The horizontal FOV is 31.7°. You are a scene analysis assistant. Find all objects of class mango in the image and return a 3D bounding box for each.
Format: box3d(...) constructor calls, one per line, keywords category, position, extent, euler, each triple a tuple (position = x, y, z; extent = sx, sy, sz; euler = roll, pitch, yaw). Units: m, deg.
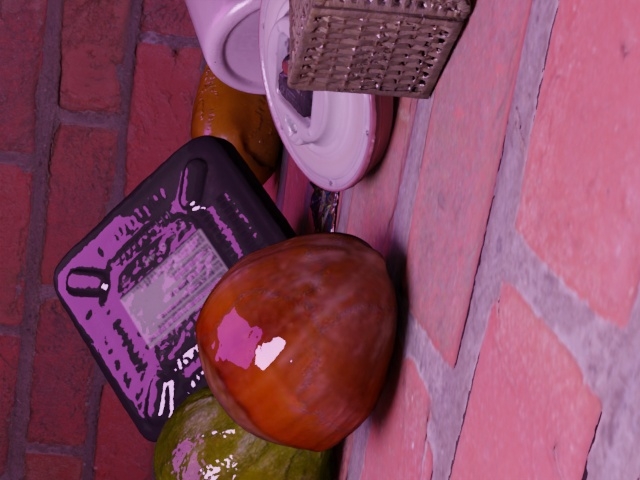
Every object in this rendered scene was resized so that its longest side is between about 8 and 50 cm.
box3d(category="mango", position=(-0.134, -0.195, 1.786), extent=(0.156, 0.151, 0.248), euler=(20, -111, -66))

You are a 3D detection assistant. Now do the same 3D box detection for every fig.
box3d(category="fig", position=(-0.053, 0.211, 1.193), extent=(0.235, 0.203, 0.203), euler=(-49, 26, 21))

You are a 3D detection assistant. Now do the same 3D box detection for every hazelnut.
box3d(category="hazelnut", position=(-0.017, 0.082, 1.022), extent=(0.214, 0.176, 0.214), euler=(-38, 36, 34))

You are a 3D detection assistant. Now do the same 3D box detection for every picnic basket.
box3d(category="picnic basket", position=(0.047, -0.246, 0.957), extent=(0.154, 0.134, 0.196), euler=(109, 163, -60))

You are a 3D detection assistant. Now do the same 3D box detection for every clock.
box3d(category="clock", position=(-0.005, -0.169, 1.155), extent=(0.244, 0.056, 0.244), euler=(46, 145, 46))

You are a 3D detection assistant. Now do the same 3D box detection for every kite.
box3d(category="kite", position=(-0.001, 0.000, 1.381), extent=(0.189, 0.009, 0.232), euler=(109, 163, -48))

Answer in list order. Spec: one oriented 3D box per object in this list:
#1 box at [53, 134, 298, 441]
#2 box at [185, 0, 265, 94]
box3d(category="box", position=(-0.158, 0.057, 1.337), extent=(0.289, 0.290, 0.073), euler=(55, -166, 21))
box3d(category="box", position=(-0.062, -0.291, 1.361), extent=(0.291, 0.262, 0.206), euler=(51, -159, -55))
